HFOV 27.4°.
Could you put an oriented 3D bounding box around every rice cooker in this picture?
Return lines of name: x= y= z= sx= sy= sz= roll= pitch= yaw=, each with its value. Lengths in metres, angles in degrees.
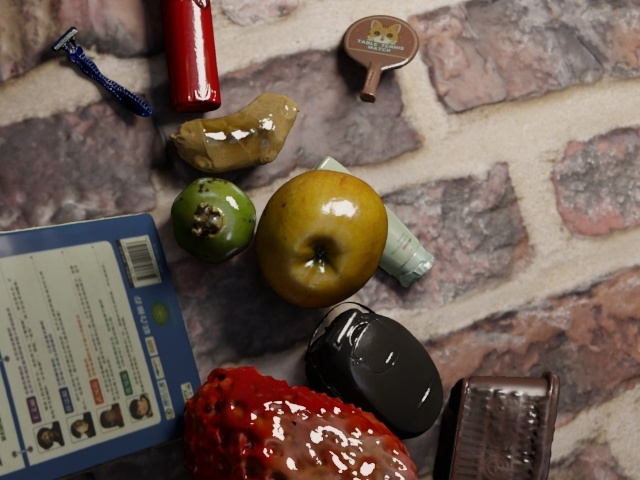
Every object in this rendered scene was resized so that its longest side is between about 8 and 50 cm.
rice cooker: x=0.067 y=0.178 z=1.731 sx=0.203 sy=0.118 sz=0.142 roll=46 pitch=54 yaw=-9

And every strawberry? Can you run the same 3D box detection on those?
strawberry: x=-0.026 y=0.276 z=1.568 sx=0.336 sy=0.149 sz=0.265 roll=43 pitch=66 yaw=13

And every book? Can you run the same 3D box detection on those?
book: x=-0.314 y=0.129 z=1.539 sx=0.428 sy=0.039 sz=0.300 roll=-10 pitch=82 yaw=-52

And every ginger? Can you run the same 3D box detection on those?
ginger: x=-0.109 y=-0.141 z=1.759 sx=0.190 sy=0.069 sz=0.095 roll=-16 pitch=92 yaw=-23

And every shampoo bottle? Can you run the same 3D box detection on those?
shampoo bottle: x=0.066 y=-0.026 z=1.812 sx=0.212 sy=0.049 sz=0.072 roll=41 pitch=70 yaw=-9

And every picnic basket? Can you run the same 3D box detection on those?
picnic basket: x=0.222 y=0.313 z=1.736 sx=0.129 sy=0.222 sz=0.296 roll=10 pitch=76 yaw=-1

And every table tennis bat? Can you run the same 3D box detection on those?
table tennis bat: x=0.080 y=-0.227 z=1.878 sx=0.108 sy=0.119 sz=0.170 roll=9 pitch=52 yaw=7

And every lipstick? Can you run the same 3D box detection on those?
lipstick: x=-0.180 y=-0.309 z=1.764 sx=0.073 sy=0.073 sz=0.279 roll=-5 pitch=83 yaw=-21

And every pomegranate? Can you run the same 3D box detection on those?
pomegranate: x=-0.139 y=-0.025 z=1.691 sx=0.115 sy=0.142 sz=0.114 roll=0 pitch=93 yaw=1

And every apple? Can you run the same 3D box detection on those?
apple: x=0.000 y=0.000 z=1.713 sx=0.183 sy=0.155 sz=0.182 roll=2 pitch=107 yaw=6

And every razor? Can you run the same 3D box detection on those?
razor: x=-0.284 y=-0.215 z=1.731 sx=0.154 sy=0.028 sz=0.044 roll=41 pitch=65 yaw=-8
